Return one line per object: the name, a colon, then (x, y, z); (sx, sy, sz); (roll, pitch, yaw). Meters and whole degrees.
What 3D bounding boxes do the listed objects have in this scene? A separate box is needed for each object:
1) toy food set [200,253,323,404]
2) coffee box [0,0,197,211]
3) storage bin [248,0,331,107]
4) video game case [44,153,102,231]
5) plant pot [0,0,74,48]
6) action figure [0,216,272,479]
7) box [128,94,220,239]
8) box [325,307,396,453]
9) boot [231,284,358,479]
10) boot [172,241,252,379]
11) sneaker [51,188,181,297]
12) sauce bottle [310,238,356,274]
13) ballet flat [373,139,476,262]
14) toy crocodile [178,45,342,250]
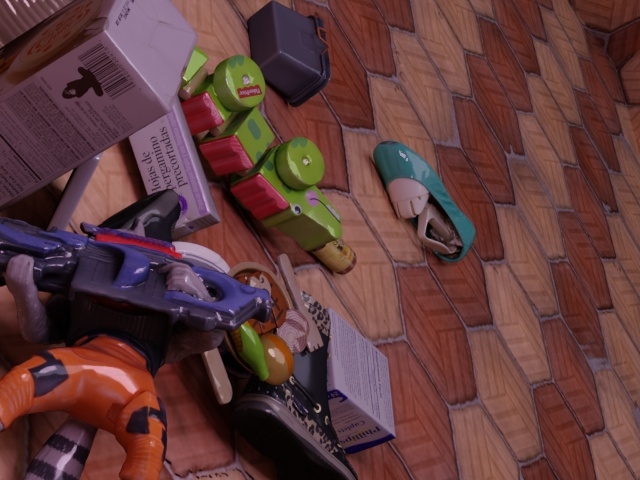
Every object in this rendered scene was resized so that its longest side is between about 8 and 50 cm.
toy food set: (-0.056, 0.084, 1.606); (0.192, 0.038, 0.132); (-27, 98, -54)
coffee box: (-0.245, -0.132, 1.406); (0.098, 0.246, 0.141); (51, 28, -24)
storage bin: (-0.046, -0.274, 2.180); (0.091, 0.098, 0.135); (27, 42, -40)
video game case: (-0.233, -0.062, 1.497); (0.019, 0.157, 0.143); (26, 34, -10)
plant pot: (-0.295, -0.273, 1.623); (0.237, 0.109, 0.237); (47, 28, -34)
action figure: (-0.234, 0.096, 1.336); (0.341, 0.178, 0.330); (19, 42, 1)
box: (-0.197, -0.163, 1.747); (0.067, 0.063, 0.324); (42, 28, -79)
box: (0.024, 0.174, 1.889); (0.137, 0.072, 0.126); (43, 31, -40)
boot: (-0.008, 0.179, 1.736); (0.236, 0.085, 0.179); (52, 40, -43)
boot: (-0.119, 0.078, 1.686); (0.190, 0.069, 0.086); (43, 35, -47)
sneaker: (-0.183, 0.042, 1.574); (0.130, 0.087, 0.227); (57, 27, -21)
sauce bottle: (0.000, 0.000, 2.052); (0.128, 0.042, 0.042); (42, 32, -44)
ballet flat: (0.163, -0.052, 2.406); (0.247, 0.083, 0.087); (47, 43, -32)
toy crocodile: (-0.097, -0.114, 1.878); (0.340, 0.115, 0.105); (52, 46, -22)
